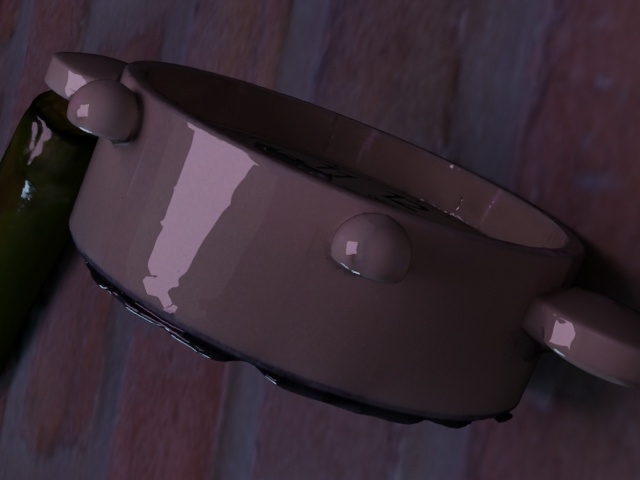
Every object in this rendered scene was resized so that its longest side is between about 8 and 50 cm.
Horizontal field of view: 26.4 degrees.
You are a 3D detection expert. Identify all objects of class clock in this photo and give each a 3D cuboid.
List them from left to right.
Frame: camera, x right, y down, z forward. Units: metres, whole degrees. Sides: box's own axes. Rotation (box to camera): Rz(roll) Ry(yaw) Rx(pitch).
[{"bbox_3d":[0.000,0.000,0.422,0.229,0.156,0.063,26,103,23],"label":"clock"}]

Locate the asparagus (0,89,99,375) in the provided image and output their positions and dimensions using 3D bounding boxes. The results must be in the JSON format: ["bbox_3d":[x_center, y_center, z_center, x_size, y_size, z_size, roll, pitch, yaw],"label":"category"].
[{"bbox_3d":[-0.199,0.023,0.832,0.277,0.060,0.067,-58,45,29],"label":"asparagus"}]
